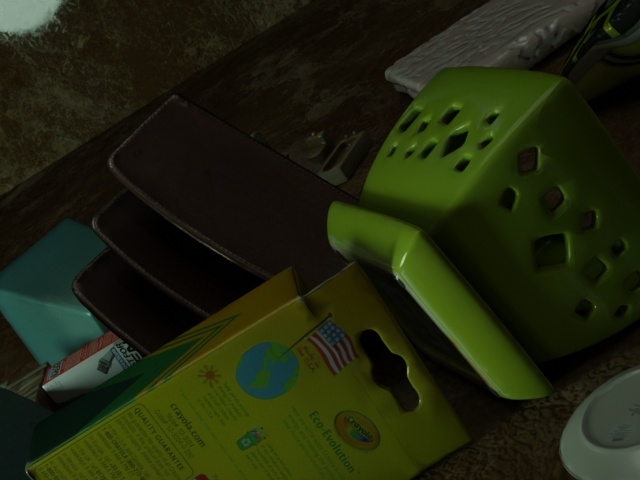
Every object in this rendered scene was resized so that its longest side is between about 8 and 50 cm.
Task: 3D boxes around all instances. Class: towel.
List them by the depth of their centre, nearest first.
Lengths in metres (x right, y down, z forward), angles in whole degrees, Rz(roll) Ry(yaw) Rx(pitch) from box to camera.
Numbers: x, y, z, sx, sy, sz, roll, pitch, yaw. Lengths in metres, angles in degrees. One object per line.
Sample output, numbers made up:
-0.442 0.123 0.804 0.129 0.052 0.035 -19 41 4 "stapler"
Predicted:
0.277 -0.310 1.829 0.332 0.053 0.317 -34 19 -3 "towel"

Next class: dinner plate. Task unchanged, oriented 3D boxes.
0.242 0.130 0.900 0.141 0.017 0.141 -31 20 13 "dinner plate"

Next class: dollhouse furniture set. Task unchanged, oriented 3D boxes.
-0.034 -0.139 1.804 0.151 0.123 0.144 -19 24 35 "dollhouse furniture set"

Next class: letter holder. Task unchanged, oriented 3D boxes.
-0.095 0.027 1.218 0.302 0.152 0.214 31 60 19 "letter holder"

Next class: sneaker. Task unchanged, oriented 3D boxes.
0.428 -0.262 1.374 0.384 0.147 0.145 -41 13 43 "sneaker"

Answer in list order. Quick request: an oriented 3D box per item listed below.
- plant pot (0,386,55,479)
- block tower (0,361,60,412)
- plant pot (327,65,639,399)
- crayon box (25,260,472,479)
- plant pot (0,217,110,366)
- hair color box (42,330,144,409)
-0.353 0.273 1.109 0.252 0.248 0.247 -5 37 -10 "plant pot"
-0.351 0.260 1.414 0.097 0.091 0.335 -32 20 3 "block tower"
0.150 -0.001 1.059 0.207 0.228 0.227 -45 21 -9 "plant pot"
-0.058 0.166 1.013 0.318 0.202 0.081 -31 20 4 "crayon box"
-0.316 0.090 1.663 0.166 0.165 0.234 -43 30 -26 "plant pot"
-0.246 0.162 1.476 0.167 0.093 0.053 -31 19 8 "hair color box"
